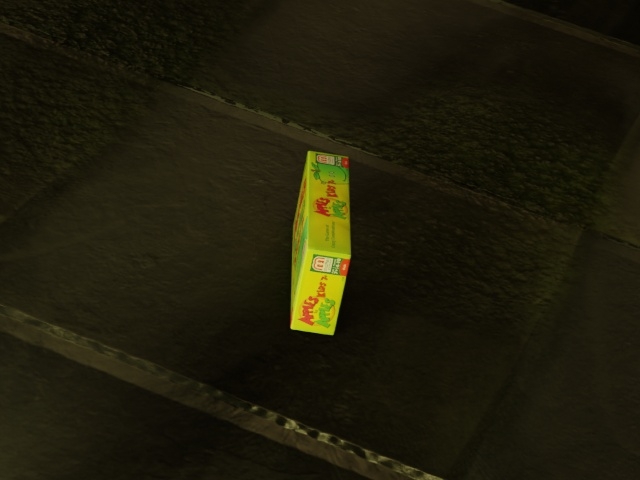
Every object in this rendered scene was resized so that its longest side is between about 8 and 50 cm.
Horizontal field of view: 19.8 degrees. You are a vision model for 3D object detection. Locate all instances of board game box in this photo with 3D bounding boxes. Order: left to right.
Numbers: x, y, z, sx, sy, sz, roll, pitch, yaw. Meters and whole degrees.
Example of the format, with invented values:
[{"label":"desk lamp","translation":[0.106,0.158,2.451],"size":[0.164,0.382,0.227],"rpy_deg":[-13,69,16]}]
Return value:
[{"label":"board game box","translation":[0.000,0.000,1.764],"size":[0.043,0.092,0.181],"rpy_deg":[8,32,-5]}]
